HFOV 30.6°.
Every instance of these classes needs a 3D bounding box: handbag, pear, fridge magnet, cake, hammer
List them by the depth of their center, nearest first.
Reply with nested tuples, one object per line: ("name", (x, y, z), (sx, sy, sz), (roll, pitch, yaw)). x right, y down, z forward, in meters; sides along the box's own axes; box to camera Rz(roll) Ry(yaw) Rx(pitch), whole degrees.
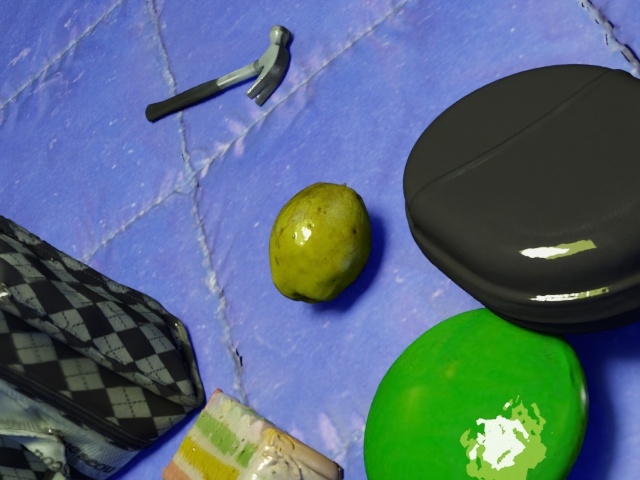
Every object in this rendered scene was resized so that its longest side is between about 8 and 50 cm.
("fridge magnet", (0.126, 0.151, 0.957), (0.208, 0.088, 0.208), (-24, 46, 28))
("handbag", (0.205, -0.049, 0.983), (0.254, 0.093, 0.308), (-36, 36, -9))
("cake", (-0.087, 0.213, 1.114), (0.225, 0.090, 0.109), (21, 80, 50))
("pear", (0.000, 0.000, 1.177), (0.107, 0.107, 0.131), (6, 73, 45))
("handbag", (-0.374, 0.192, 1.221), (0.416, 0.317, 0.180), (-40, 48, 14))
("hammer", (-0.141, -0.194, 1.517), (0.246, 0.029, 0.103), (-18, 49, 36))
